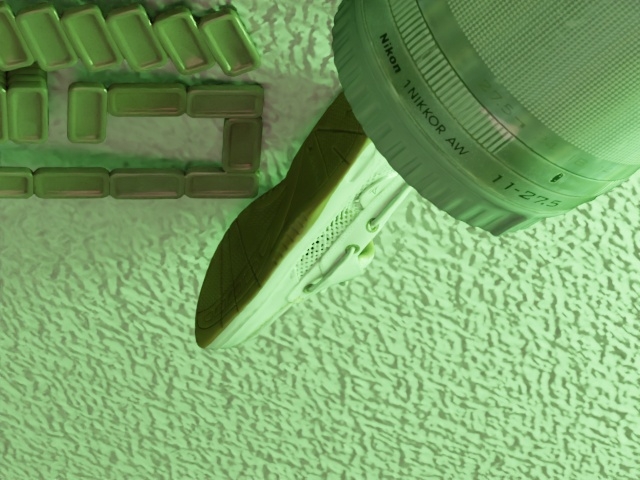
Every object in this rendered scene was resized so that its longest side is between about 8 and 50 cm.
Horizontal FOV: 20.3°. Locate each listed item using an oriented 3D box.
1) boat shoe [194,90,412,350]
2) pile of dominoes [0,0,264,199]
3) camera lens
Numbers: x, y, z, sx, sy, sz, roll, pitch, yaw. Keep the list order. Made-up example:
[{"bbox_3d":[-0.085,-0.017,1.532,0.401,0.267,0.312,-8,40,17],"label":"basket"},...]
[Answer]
[{"bbox_3d":[0.000,0.000,1.380,0.096,0.098,0.277,20,130,-28],"label":"boat shoe"},{"bbox_3d":[-0.166,-0.111,1.337,0.251,0.040,0.196,0,138,-8],"label":"pile of dominoes"},{"bbox_3d":[0.168,-0.157,1.108,0.219,0.219,0.274,31,132,-26],"label":"camera lens"}]
